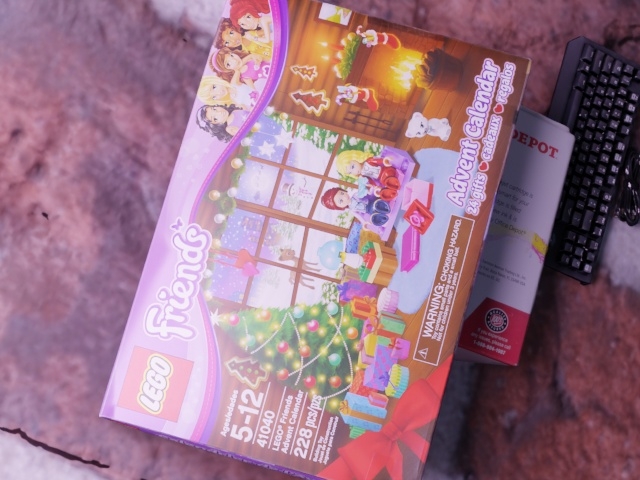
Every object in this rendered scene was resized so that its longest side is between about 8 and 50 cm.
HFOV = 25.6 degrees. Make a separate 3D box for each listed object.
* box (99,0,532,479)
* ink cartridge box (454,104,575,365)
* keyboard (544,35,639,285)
[{"bbox_3d":[0.000,0.000,0.892,0.201,0.057,0.293,15,80,2],"label":"box"},{"bbox_3d":[0.093,-0.013,0.989,0.127,0.072,0.175,22,78,-28],"label":"ink cartridge box"},{"bbox_3d":[0.215,-0.057,1.091,0.108,0.023,0.180,23,78,-28],"label":"keyboard"}]
